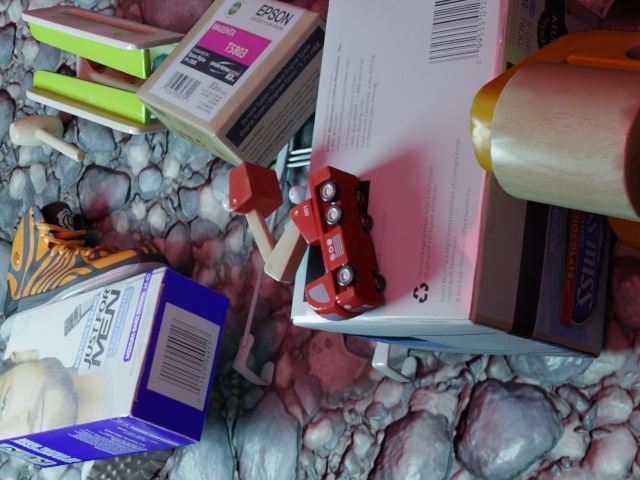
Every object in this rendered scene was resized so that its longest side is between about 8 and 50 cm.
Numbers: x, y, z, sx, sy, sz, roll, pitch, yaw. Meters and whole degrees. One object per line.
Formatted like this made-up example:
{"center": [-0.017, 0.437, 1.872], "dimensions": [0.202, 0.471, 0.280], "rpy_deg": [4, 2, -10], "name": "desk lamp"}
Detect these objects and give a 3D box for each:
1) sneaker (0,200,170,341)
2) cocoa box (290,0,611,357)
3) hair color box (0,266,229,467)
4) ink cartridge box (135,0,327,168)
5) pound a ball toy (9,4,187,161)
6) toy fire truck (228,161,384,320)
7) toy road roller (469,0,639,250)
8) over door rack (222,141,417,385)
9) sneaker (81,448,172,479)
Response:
{"center": [-0.334, 0.020, 1.762], "dimensions": [0.321, 0.125, 0.180], "rpy_deg": [-20, 66, 36], "name": "sneaker"}
{"center": [0.143, -0.067, 1.296], "dimensions": [0.231, 0.228, 0.347], "rpy_deg": [-2, 77, 43], "name": "cocoa box"}
{"center": [-0.268, 0.162, 1.579], "dimensions": [0.339, 0.110, 0.185], "rpy_deg": [-19, 52, 46], "name": "hair color box"}
{"center": [-0.095, -0.199, 1.574], "dimensions": [0.193, 0.088, 0.235], "rpy_deg": [-52, 36, -7], "name": "ink cartridge box"}
{"center": [-0.303, -0.210, 1.818], "dimensions": [0.319, 0.136, 0.208], "rpy_deg": [20, 117, 42], "name": "pound a ball toy"}
{"center": [-0.017, -0.003, 1.234], "dimensions": [0.135, 0.047, 0.192], "rpy_deg": [-29, 61, 35], "name": "toy fire truck"}
{"center": [0.303, -0.065, 1.118], "dimensions": [0.203, 0.330, 0.240], "rpy_deg": [15, 124, 44], "name": "toy road roller"}
{"center": [0.000, 0.000, 1.487], "dimensions": [0.240, 0.108, 0.324], "rpy_deg": [-5, 75, 41], "name": "over door rack"}
{"center": [-0.229, 0.220, 1.652], "dimensions": [0.235, 0.090, 0.095], "rpy_deg": [-53, 41, 9], "name": "sneaker"}
